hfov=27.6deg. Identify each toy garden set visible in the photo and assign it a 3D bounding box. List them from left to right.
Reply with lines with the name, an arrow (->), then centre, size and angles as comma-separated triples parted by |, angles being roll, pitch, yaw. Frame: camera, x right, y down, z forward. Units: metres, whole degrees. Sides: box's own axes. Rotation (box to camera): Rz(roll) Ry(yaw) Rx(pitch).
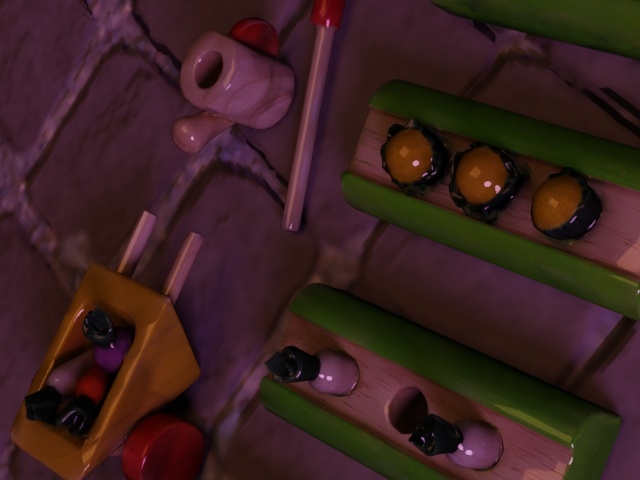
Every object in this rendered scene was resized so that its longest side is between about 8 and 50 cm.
toy garden set -> 0.000, 0.000, 0.388 | 0.204, 0.049, 0.244 | 23, 93, 42
